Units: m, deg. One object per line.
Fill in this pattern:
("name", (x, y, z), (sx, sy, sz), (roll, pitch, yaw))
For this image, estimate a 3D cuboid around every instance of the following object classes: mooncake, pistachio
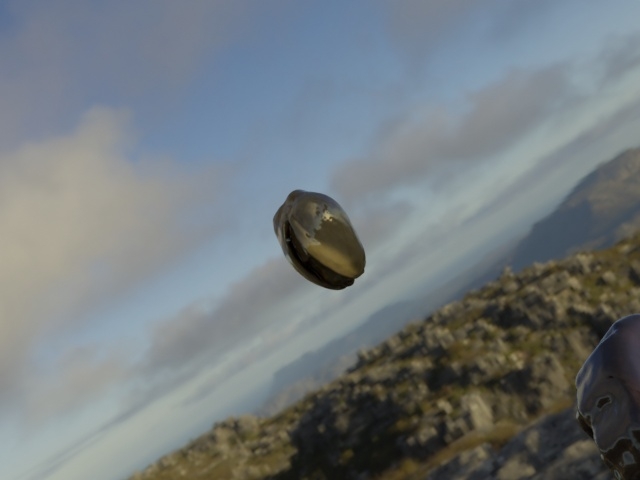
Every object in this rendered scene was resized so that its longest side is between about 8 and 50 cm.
("mooncake", (0.457, 0.225, 1.322), (0.283, 0.283, 0.141), (-28, -31, -51))
("pistachio", (0.000, 0.000, 1.415), (0.113, 0.149, 0.113), (-35, 10, 8))
